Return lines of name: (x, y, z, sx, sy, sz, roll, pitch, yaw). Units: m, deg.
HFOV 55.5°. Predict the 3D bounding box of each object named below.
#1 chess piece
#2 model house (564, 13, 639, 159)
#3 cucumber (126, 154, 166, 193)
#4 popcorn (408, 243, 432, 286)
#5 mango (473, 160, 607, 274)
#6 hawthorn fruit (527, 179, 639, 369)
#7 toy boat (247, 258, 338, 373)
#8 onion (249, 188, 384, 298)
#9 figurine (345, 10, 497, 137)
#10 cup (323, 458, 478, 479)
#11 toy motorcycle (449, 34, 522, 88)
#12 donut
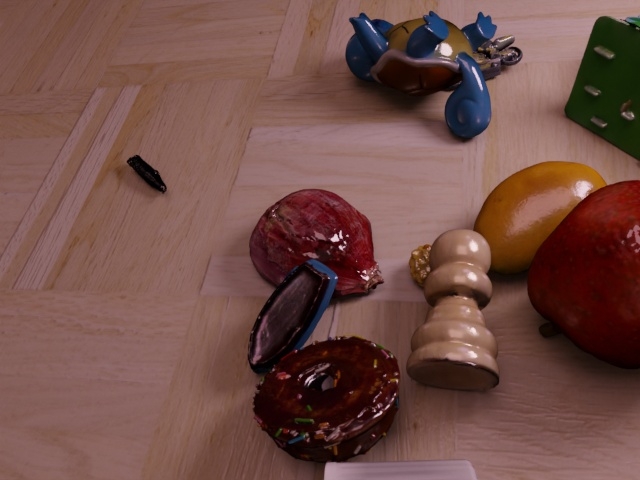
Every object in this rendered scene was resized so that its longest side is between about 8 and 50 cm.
chess piece: (0.224, 0.101, 0.985, 0.143, 0.142, 0.260, 4, 60, 16)
model house: (0.720, -0.307, 1.193, 0.313, 0.242, 0.357, -23, 48, -26)
cucumber: (-0.390, -0.149, 1.401, 0.163, 0.043, 0.039, 37, 94, 31)
popcorn: (0.200, 0.047, 1.101, 0.083, 0.057, 0.082, 11, 57, 17)
mango: (0.382, -0.047, 1.080, 0.255, 0.139, 0.175, -24, 48, 2)
hawthorn fruit: (0.446, 0.062, 0.910, 0.307, 0.265, 0.265, -41, 41, 35)
toy boat: (-0.054, 0.136, 1.059, 0.100, 0.097, 0.223, 33, 88, 19)
onion: (0.000, 0.000, 1.147, 0.284, 0.120, 0.227, 28, 68, 29)
figurine: (0.234, -0.413, 1.344, 0.298, 0.243, 0.416, -24, 49, -32)
cup: (0.114, 0.399, 0.811, 0.202, 0.221, 0.167, -7, 18, 5)
toy motorcycle: (0.368, -0.428, 1.428, 0.193, 0.061, 0.124, -21, 58, 7)
donut: (0.013, 0.244, 0.938, 0.235, 0.089, 0.235, -12, 28, 7)
